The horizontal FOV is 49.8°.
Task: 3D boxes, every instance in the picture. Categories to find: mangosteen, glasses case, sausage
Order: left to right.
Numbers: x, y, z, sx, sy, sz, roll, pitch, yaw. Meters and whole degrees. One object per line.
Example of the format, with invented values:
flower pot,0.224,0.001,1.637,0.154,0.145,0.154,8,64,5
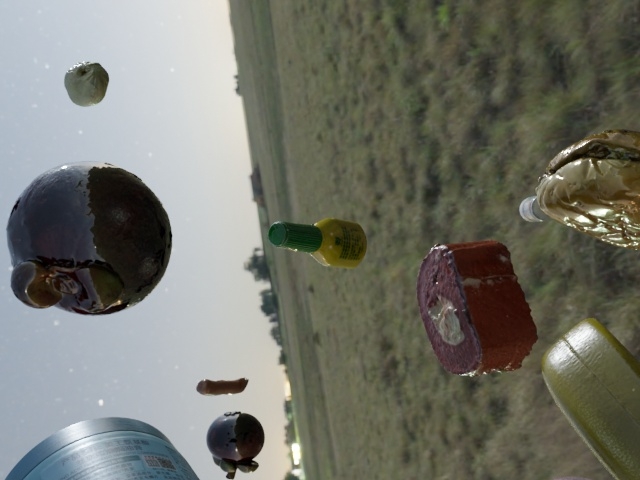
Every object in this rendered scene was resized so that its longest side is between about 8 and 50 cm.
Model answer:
mangosteen,-0.212,0.005,0.622,0.152,0.152,0.153,172,90,-86
sausage,-0.219,0.331,1.560,0.158,0.042,0.036,12,-141,-56
mangosteen,-0.253,0.609,2.055,0.200,0.199,0.200,172,90,-86
glasses case,0.468,0.279,1.010,0.173,0.141,0.371,35,-164,-46

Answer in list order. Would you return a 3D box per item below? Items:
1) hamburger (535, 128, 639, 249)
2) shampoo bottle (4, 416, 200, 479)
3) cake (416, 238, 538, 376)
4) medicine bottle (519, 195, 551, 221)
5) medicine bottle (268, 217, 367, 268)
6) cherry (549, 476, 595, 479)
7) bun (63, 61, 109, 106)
hamburger,0.574,-0.083,1.295,0.318,0.318,0.158,99,-170,-76
shampoo bottle,-0.301,0.494,1.052,0.342,0.331,0.331,24,127,53
cake,0.300,0.134,1.368,0.177,0.150,0.283,117,142,-58
medicine bottle,0.460,-0.067,1.457,0.089,0.057,0.057,-141,43,-89
medicine bottle,0.000,0.000,1.293,0.260,0.064,0.095,9,-94,-55
cherry,0.556,0.631,1.540,0.239,0.239,0.206,-103,-11,-49
bun,-0.568,-0.382,1.666,0.069,0.115,0.115,71,-171,-69
